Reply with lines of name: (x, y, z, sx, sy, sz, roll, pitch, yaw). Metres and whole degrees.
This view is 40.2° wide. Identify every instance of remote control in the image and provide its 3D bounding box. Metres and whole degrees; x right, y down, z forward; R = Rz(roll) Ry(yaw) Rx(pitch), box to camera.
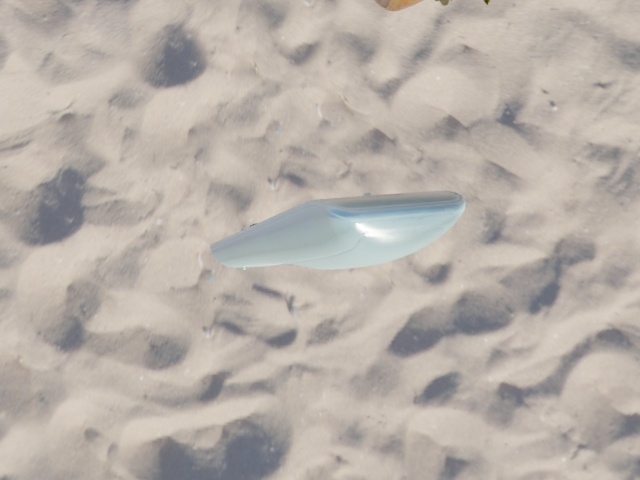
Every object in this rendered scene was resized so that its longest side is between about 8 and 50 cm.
remote control: (0.000, -0.001, 0.694, 0.103, 0.293, 0.051, -5, 88, -23)

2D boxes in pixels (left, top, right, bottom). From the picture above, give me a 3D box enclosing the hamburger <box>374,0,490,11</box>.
hamburger: (0.113, -0.371, 0.814, 0.225, 0.291, 0.291, -22, 109, -4)
